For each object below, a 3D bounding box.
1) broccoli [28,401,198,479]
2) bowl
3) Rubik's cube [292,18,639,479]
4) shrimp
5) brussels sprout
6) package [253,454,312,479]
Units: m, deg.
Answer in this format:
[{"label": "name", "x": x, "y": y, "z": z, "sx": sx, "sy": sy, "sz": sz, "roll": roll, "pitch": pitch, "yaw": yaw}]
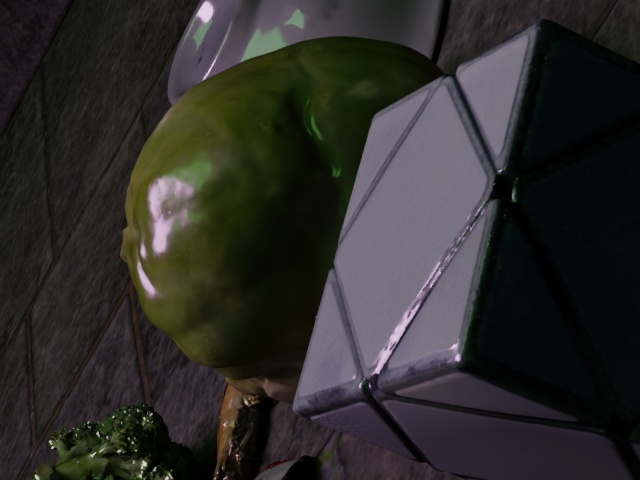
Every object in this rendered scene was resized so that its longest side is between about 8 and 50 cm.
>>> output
[{"label": "broccoli", "x": -0.185, "y": 0.240, "z": 1.782, "sx": 0.195, "sy": 0.156, "sz": 0.195, "roll": 19, "pitch": 113, "yaw": 51}, {"label": "bowl", "x": -0.039, "y": -0.156, "z": 1.831, "sx": 0.345, "sy": 0.157, "sz": 0.345, "roll": -50, "pitch": 27, "yaw": 36}, {"label": "Rubik's cube", "x": 0.134, "y": 0.027, "z": 1.135, "sx": 0.207, "sy": 0.205, "sz": 0.205, "roll": -21, "pitch": 49, "yaw": 61}, {"label": "shrimp", "x": -0.048, "y": 0.147, "z": 1.708, "sx": 0.124, "sy": 0.034, "sz": 0.178, "roll": -36, "pitch": 33, "yaw": 42}, {"label": "brussels sprout", "x": 0.006, "y": -0.012, "z": 1.439, "sx": 0.273, "sy": 0.316, "sz": 0.243, "roll": -49, "pitch": 53, "yaw": -2}, {"label": "package", "x": -0.114, "y": 0.234, "z": 1.558, "sx": 0.166, "sy": 0.040, "sz": 0.232, "roll": -28, "pitch": 5, "yaw": 33}]
